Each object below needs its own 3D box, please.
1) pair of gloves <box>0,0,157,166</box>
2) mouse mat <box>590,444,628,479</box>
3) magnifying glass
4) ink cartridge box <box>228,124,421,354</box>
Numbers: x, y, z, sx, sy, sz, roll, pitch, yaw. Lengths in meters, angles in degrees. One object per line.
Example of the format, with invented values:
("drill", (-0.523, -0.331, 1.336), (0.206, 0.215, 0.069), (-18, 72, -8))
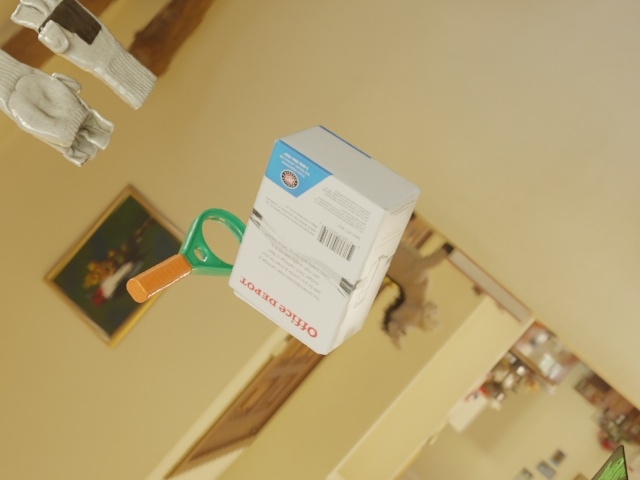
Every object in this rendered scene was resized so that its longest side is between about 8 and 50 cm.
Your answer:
("pair of gloves", (-0.317, -0.212, 1.157), (0.204, 0.042, 0.240), (42, -140, -13))
("mouse mat", (0.386, 0.392, 1.361), (0.007, 0.189, 0.152), (35, -162, 5))
("magnifying glass", (-0.154, 0.022, 1.139), (0.092, 0.026, 0.231), (54, -149, 1))
("ink cartridge box", (0.000, 0.000, 1.036), (0.148, 0.203, 0.086), (35, -145, 20))
